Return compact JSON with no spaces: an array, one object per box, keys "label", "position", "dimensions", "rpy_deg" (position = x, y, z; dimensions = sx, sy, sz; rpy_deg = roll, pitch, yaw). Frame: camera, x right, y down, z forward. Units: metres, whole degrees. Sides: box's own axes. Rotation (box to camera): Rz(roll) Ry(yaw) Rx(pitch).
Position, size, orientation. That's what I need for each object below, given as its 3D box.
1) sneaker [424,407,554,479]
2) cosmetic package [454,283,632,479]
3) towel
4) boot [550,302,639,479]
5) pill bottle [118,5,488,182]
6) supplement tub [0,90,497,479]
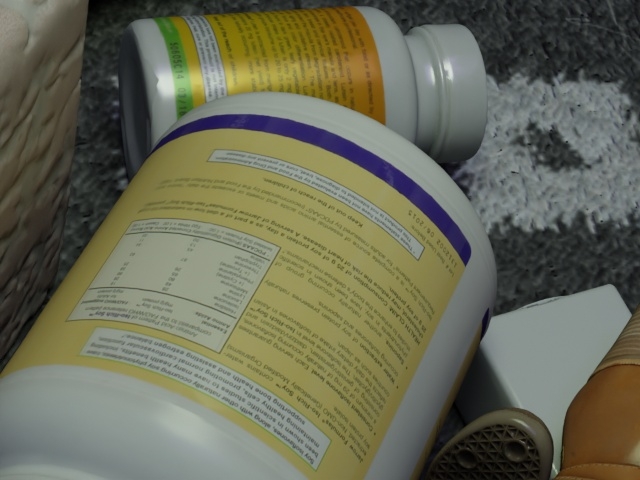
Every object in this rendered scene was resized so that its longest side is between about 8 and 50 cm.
[{"label":"sneaker","position":[0.097,0.152,0.991],"dimensions":[0.066,0.188,0.071],"rpy_deg":[30,43,11]},{"label":"cosmetic package","position":[0.186,0.151,1.077],"dimensions":[0.117,0.085,0.231],"rpy_deg":[-13,55,-20]},{"label":"towel","position":[-0.235,0.030,0.932],"dimensions":[0.053,0.317,0.332],"rpy_deg":[25,52,6]},{"label":"boot","position":[0.274,0.157,0.964],"dimensions":[0.283,0.109,0.220],"rpy_deg":[24,52,11]},{"label":"pill bottle","position":[-0.012,-0.097,1.186],"dimensions":[0.246,0.136,0.136],"rpy_deg":[-6,55,-16]},{"label":"supplement tub","position":[-0.057,0.100,0.964],"dimensions":[0.241,0.241,0.331],"rpy_deg":[24,52,7]}]
